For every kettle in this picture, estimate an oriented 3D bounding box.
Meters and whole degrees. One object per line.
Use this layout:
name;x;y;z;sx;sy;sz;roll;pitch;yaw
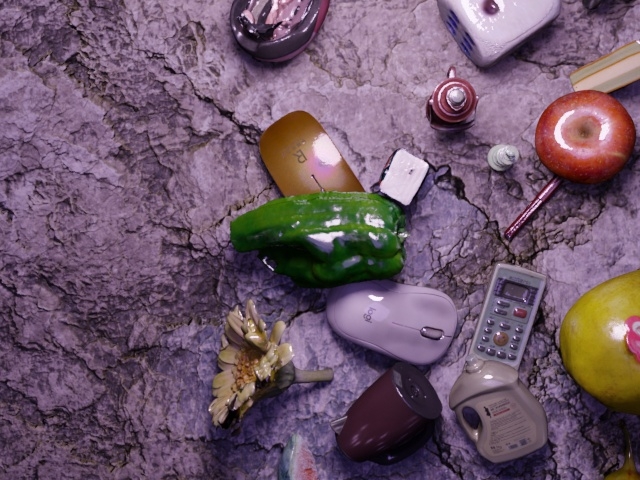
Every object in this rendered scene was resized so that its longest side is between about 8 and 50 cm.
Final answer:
kettle;0.153;0.403;1.564;0.202;0.144;0.232;32;120;-24

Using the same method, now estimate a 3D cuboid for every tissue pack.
tissue pack;0.177;-0.139;1.507;0.090;0.170;0.103;29;98;2

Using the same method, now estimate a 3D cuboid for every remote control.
remote control;0.411;0.196;1.576;0.123;0.038;0.285;17;96;3

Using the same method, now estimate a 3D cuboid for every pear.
pear;0.667;0.191;1.447;0.287;0.287;0.375;44;77;1

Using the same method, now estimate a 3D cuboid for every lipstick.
lipstick;0.471;-0.072;1.560;0.027;0.027;0.176;41;98;1

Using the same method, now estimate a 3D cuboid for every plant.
plant;-0.134;0.312;1.531;0.297;0.306;0.261;46;67;-26

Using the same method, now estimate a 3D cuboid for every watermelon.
watermelon;-0.053;0.546;1.639;0.094;0.081;0.180;-11;99;-20

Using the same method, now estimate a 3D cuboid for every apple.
apple;0.555;-0.213;1.480;0.201;0.162;0.201;-1;86;14

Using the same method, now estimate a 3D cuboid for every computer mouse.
computer mouse;-0.012;-0.142;1.575;0.158;0.072;0.310;-33;91;8
computer mouse;0.158;0.167;1.558;0.296;0.121;0.184;24;94;4

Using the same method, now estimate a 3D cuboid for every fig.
fig;0.673;0.522;1.559;0.124;0.124;0.236;8;71;4

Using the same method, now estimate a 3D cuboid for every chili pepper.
chili pepper;-0.002;0.007;1.489;0.384;0.167;0.213;-4;102;16

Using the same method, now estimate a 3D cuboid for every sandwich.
sandwich;0.601;-0.347;1.459;0.113;0.163;0.079;-23;92;7

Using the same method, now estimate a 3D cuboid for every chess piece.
chess piece;0.395;-0.182;1.496;0.059;0.149;0.059;0;92;5

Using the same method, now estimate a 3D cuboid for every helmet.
helmet;-0.075;-0.494;1.518;0.198;0.154;0.253;35;77;21

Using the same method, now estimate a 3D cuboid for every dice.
dice;0.366;-0.486;1.456;0.192;0.193;0.194;-33;92;5

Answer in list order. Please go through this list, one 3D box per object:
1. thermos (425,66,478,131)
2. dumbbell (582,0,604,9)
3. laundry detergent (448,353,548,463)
thermos;0.272;-0.290;1.457;0.098;0.232;0.124;-2;93;6
dumbbell;0.647;-0.552;1.428;0.290;0.192;0.192;13;95;2
laundry detergent;0.381;0.359;1.541;0.181;0.091;0.253;-27;104;18
